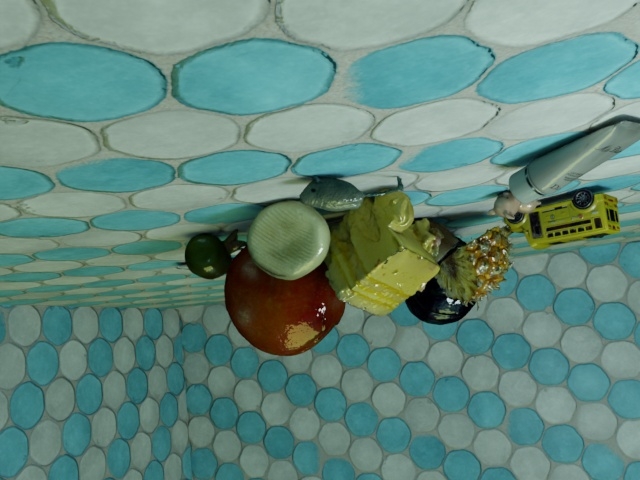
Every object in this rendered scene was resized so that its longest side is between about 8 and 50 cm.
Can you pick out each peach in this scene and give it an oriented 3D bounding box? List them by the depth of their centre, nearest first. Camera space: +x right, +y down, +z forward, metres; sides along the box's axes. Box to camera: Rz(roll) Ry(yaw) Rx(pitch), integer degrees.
[{"bbox_3d":[-0.096,0.151,1.671,0.372,0.373,0.290,-10,145,16],"label":"peach"}]

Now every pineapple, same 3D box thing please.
[{"bbox_3d":[0.576,0.086,1.947,0.286,0.209,0.344,-25,166,-15],"label":"pineapple"}]

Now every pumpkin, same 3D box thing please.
[{"bbox_3d":[0.467,0.153,2.276,0.266,0.364,0.363,3,168,-13],"label":"pumpkin"}]

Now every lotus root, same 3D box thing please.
[{"bbox_3d":[0.318,0.027,1.948,0.272,0.192,0.272,-36,167,-9],"label":"lotus root"}]

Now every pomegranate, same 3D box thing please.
[{"bbox_3d":[-0.316,0.033,1.771,0.191,0.131,0.152,-32,159,2],"label":"pomegranate"}]

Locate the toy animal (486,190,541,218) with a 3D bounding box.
[{"bbox_3d":[0.560,-0.103,1.672,0.150,0.089,0.083,-14,168,-10],"label":"toy animal"}]

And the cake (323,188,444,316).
[{"bbox_3d":[0.168,0.020,1.527,0.286,0.223,0.227,-41,142,20],"label":"cake"}]

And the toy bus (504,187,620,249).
[{"bbox_3d":[0.760,-0.059,1.856,0.145,0.151,0.331,3,167,-44],"label":"toy bus"}]

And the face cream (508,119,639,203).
[{"bbox_3d":[0.555,-0.179,1.273,0.143,0.089,0.314,-1,158,-35],"label":"face cream"}]

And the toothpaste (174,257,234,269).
[{"bbox_3d":[-0.396,0.102,2.266,0.322,0.066,0.100,-2,175,-1],"label":"toothpaste"}]

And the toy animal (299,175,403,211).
[{"bbox_3d":[0.078,-0.109,1.308,0.252,0.079,0.070,-6,164,-12],"label":"toy animal"}]

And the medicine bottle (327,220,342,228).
[{"bbox_3d":[0.000,0.000,1.804,0.425,0.108,0.108,-11,170,24],"label":"medicine bottle"}]

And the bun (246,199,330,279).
[{"bbox_3d":[-0.077,-0.004,1.503,0.222,0.223,0.127,-10,-175,20],"label":"bun"}]
